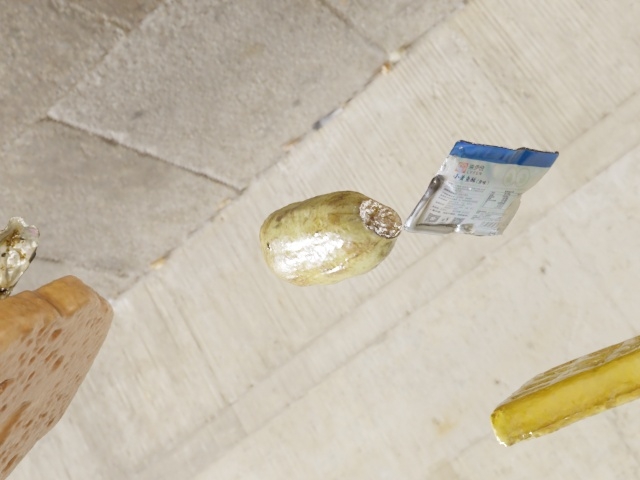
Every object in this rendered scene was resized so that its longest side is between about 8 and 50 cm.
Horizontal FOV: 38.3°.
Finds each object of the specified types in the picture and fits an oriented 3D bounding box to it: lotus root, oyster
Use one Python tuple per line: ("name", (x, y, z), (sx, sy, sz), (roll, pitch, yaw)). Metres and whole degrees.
("lotus root", (0.000, 0.000, 1.064), (0.258, 0.110, 0.097), (-18, -135, 62))
("oyster", (-0.350, 0.019, 1.029), (0.093, 0.051, 0.034), (-61, -161, -17))

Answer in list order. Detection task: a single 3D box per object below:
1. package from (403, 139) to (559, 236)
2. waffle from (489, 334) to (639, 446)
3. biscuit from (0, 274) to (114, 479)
("package", (0.219, -0.066, 1.256), (0.171, 0.027, 0.173), (5, 134, -26))
("waffle", (0.345, 0.175, 1.156), (0.221, 0.055, 0.248), (-27, 171, 26))
("biscuit", (-0.360, 0.185, 0.965), (0.350, 0.078, 0.455), (-51, 175, -1))
